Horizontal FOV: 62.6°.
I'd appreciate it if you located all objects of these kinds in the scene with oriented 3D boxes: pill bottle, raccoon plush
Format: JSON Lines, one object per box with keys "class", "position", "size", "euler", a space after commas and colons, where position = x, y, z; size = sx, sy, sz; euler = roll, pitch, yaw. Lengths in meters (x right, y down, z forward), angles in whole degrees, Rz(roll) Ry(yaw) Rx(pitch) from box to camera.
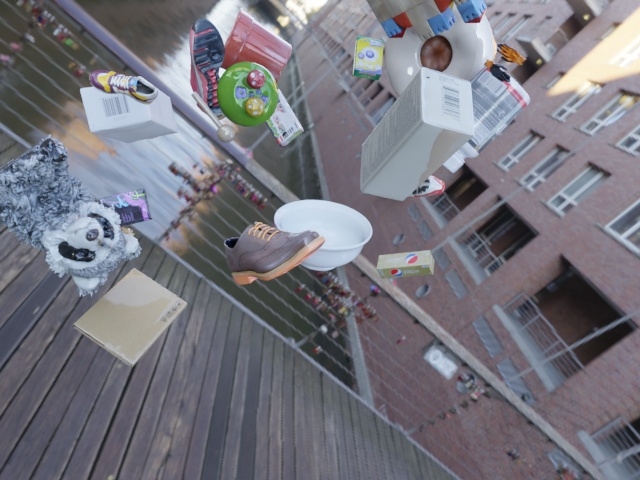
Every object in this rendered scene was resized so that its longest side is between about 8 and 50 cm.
{"class": "pill bottle", "position": [0.430, -0.338, 1.488], "size": [0.161, 0.283, 0.161], "euler": [39, 17, -14]}
{"class": "raccoon plush", "position": [-0.574, -0.065, 1.187], "size": [0.299, 0.216, 0.446], "euler": [53, -9, -27]}

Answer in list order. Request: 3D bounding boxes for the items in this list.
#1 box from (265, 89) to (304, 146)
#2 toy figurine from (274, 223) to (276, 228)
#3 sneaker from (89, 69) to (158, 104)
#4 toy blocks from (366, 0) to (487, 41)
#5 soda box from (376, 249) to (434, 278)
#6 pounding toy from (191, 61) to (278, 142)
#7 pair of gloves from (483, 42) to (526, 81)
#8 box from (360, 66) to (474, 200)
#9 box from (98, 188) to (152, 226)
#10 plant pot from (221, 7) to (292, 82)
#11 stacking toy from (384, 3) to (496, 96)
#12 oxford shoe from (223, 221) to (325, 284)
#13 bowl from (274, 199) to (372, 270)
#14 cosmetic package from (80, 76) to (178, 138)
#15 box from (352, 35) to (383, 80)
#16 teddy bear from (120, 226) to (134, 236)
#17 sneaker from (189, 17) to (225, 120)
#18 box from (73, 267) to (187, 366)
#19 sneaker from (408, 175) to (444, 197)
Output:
{"class": "box", "position": [-0.163, -0.486, 2.079], "size": [0.207, 0.114, 0.036], "euler": [60, 23, 13]}
{"class": "toy figurine", "position": [-0.127, -0.090, 2.319], "size": [0.130, 0.159, 0.173], "euler": [64, 27, -24]}
{"class": "sneaker", "position": [-0.562, -0.451, 1.512], "size": [0.186, 0.069, 0.084], "euler": [10, -10, -29]}
{"class": "toy blocks", "position": [0.277, -0.671, 1.418], "size": [0.381, 0.190, 0.261], "euler": [-3, -47, 51]}
{"class": "soda box", "position": [0.282, 0.081, 1.752], "size": [0.058, 0.181, 0.061], "euler": [57, 37, -41]}
{"class": "pounding toy", "position": [-0.214, -0.399, 1.481], "size": [0.183, 0.237, 0.110], "euler": [59, -14, -22]}
{"class": "pair of gloves", "position": [0.421, -0.407, 1.206], "size": [0.074, 0.083, 0.010], "euler": [41, 57, 8]}
{"class": "box", "position": [0.206, -0.226, 1.194], "size": [0.121, 0.311, 0.147], "euler": [11, 66, -16]}
{"class": "box", "position": [-0.690, -0.110, 1.858], "size": [0.029, 0.162, 0.116], "euler": [116, -43, -74]}
{"class": "plant pot", "position": [-0.283, -0.814, 2.284], "size": [0.265, 0.272, 0.272], "euler": [24, 22, -18]}
{"class": "stacking toy", "position": [0.463, -0.620, 1.755], "size": [0.350, 0.350, 0.480], "euler": [50, 38, 12]}
{"class": "oxford shoe", "position": [-0.134, 0.018, 1.296], "size": [0.130, 0.364, 0.132], "euler": [-35, 101, -42]}
{"class": "bowl", "position": [0.000, 0.000, 1.609], "size": [0.298, 0.134, 0.298], "euler": [7, 30, -4]}
{"class": "cosmetic package", "position": [-0.681, -0.464, 1.921], "size": [0.385, 0.217, 0.156], "euler": [-121, -161, -83]}
{"class": "box", "position": [0.181, -0.695, 1.978], "size": [0.105, 0.043, 0.179], "euler": [8, 68, -8]}
{"class": "teddy bear", "position": [-0.711, -0.041, 1.591], "size": [0.338, 0.113, 0.245], "euler": [28, 7, 0]}
{"class": "sneaker", "position": [-0.382, -0.545, 1.684], "size": [0.136, 0.313, 0.116], "euler": [26, 41, 38]}
{"class": "box", "position": [-0.442, 0.174, 1.237], "size": [0.164, 0.021, 0.201], "euler": [33, 49, 5]}
{"class": "sneaker", "position": [0.352, -0.197, 1.975], "size": [0.118, 0.107, 0.279], "euler": [9, 3, -31]}
